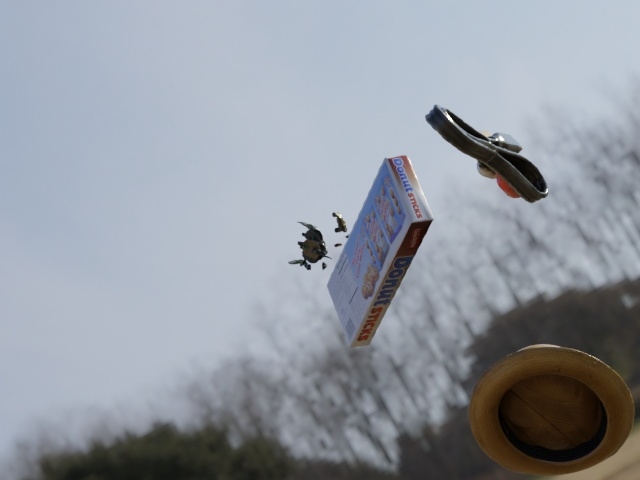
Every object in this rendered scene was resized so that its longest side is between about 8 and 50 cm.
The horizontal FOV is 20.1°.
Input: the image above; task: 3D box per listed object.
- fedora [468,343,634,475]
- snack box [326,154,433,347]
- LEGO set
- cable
[{"bbox_3d":[0.258,0.178,2.032,0.194,0.194,0.079,-32,29,21],"label":"fedora"},{"bbox_3d":[0.045,0.011,1.436,0.022,0.064,0.178,-6,-33,-22],"label":"snack box"},{"bbox_3d":[0.002,0.002,1.799,0.083,0.054,0.023,-14,4,36],"label":"LEGO set"},{"bbox_3d":[0.215,-0.103,2.387,0.072,0.139,0.287,-41,-19,20],"label":"cable"}]
